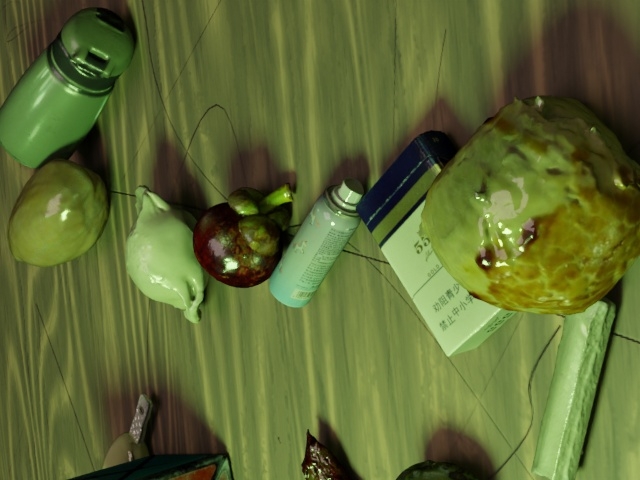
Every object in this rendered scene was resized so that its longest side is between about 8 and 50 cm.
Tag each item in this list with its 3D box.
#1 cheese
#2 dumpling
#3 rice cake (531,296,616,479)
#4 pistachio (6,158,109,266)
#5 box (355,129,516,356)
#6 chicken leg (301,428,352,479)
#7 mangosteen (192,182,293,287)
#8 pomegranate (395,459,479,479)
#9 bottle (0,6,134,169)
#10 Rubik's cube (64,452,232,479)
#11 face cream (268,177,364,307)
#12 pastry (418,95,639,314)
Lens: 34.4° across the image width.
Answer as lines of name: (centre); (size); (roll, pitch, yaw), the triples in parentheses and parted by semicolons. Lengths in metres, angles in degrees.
cheese: (-0.367, 0.407, 2.024); (0.127, 0.054, 0.252); (40, 123, 36)
dumpling: (-0.267, 0.031, 1.806); (0.258, 0.147, 0.193); (63, 165, 12)
rice cake: (0.309, 0.184, 1.268); (0.057, 0.052, 0.256); (26, 114, 46)
pistachio: (-0.511, -0.050, 2.016); (0.181, 0.162, 0.293); (51, 138, -1)
box: (0.167, 0.003, 1.377); (0.168, 0.071, 0.259); (-49, 61, 39)
chicken leg: (0.034, 0.404, 1.587); (0.234, 0.063, 0.105); (47, 122, 32)
mangosteen: (-0.123, -0.016, 1.627); (0.156, 0.145, 0.181); (49, 128, 33)
pomegranate: (0.168, 0.372, 1.419); (0.138, 0.163, 0.126); (-15, 46, 32)
bottle: (-0.477, -0.293, 1.955); (0.347, 0.168, 0.169); (-43, 66, 37)
Rubik's cube: (-0.309, 0.526, 1.833); (0.260, 0.259, 0.255); (-17, 83, 46)
face cream: (0.000, 0.000, 1.552); (0.075, 0.075, 0.229); (53, 129, 27)
pastry: (0.236, -0.036, 1.188); (0.256, 0.170, 0.237); (-47, 62, 17)
